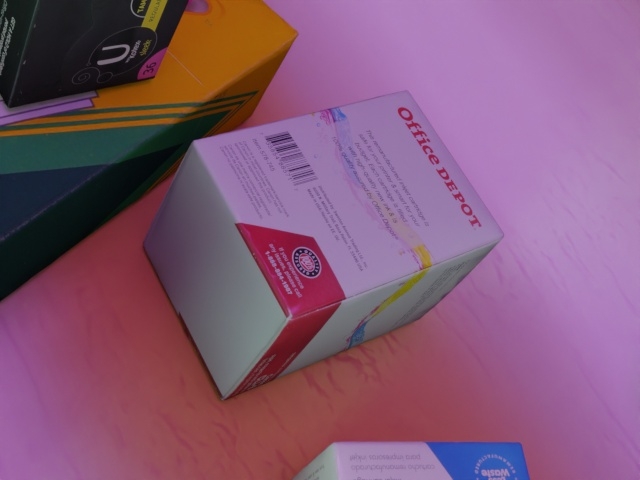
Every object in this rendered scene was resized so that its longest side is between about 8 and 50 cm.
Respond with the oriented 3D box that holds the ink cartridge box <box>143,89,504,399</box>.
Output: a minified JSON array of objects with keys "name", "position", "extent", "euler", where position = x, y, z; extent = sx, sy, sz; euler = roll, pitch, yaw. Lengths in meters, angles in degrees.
[{"name":"ink cartridge box","position":[0.000,0.000,0.644],"extent":[0.176,0.127,0.128],"euler":[-18,68,-33]}]

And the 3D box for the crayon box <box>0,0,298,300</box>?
[{"name":"crayon box","position":[-0.250,-0.162,0.640],"extent":[0.363,0.106,0.313],"euler":[43,51,4]}]

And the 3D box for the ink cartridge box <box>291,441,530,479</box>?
[{"name":"ink cartridge box","position":[0.067,0.237,0.557],"extent":[0.134,0.078,0.231],"euler":[5,59,-23]}]

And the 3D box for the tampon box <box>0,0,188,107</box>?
[{"name":"tampon box","position":[-0.154,-0.180,0.555],"extent":[0.101,0.120,0.161],"euler":[-21,72,-35]}]
